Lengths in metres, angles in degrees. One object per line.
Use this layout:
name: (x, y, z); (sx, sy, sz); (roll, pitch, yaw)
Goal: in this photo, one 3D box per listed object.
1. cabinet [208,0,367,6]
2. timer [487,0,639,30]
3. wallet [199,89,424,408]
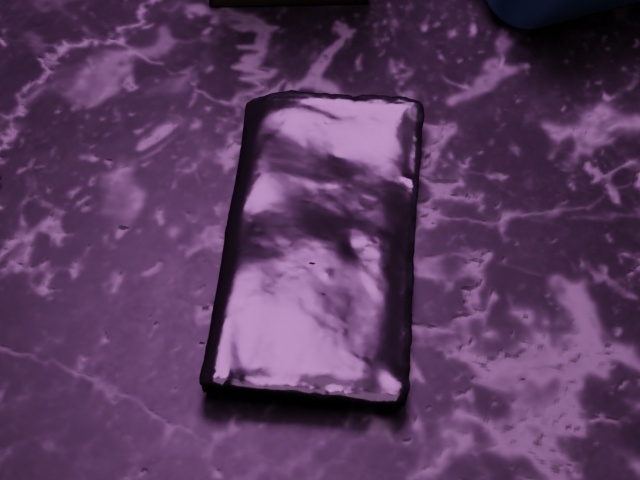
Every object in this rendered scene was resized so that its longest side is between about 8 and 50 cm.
cabinet: (-0.023, -0.331, 1.270); (0.148, 0.215, 0.174); (-2, 54, -4)
timer: (0.226, -0.323, 1.295); (0.232, 0.091, 0.250); (-17, 80, -13)
wallet: (0.000, -0.001, 1.143); (0.146, 0.030, 0.285); (3, 52, 4)
